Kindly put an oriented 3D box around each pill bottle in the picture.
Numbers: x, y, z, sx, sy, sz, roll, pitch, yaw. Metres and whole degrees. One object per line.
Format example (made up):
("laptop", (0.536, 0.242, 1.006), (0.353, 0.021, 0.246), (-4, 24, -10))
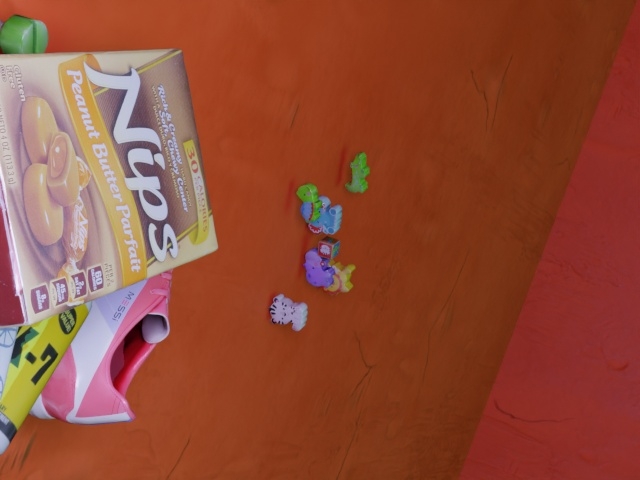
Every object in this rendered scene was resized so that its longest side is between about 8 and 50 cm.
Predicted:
("pill bottle", (-0.271, 0.068, 1.129), (0.209, 0.119, 0.119), (-62, 157, -24))

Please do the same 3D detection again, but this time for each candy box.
("candy box", (-0.193, -0.050, 1.019), (0.316, 0.087, 0.183), (-25, 106, -68))

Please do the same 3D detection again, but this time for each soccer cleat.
("soccer cleat", (-0.182, 0.038, 1.281), (0.109, 0.116, 0.318), (73, 31, -52))

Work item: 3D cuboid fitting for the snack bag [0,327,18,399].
("snack bag", (-0.293, -0.029, 0.927), (0.323, 0.037, 0.343), (54, 38, -59))

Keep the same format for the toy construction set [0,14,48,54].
("toy construction set", (-0.121, -0.305, 0.998), (0.309, 0.237, 0.257), (-57, 155, -29))

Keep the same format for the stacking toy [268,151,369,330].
("stacking toy", (0.000, 0.000, 1.800), (0.167, 0.052, 0.221), (-35, 138, -57))
